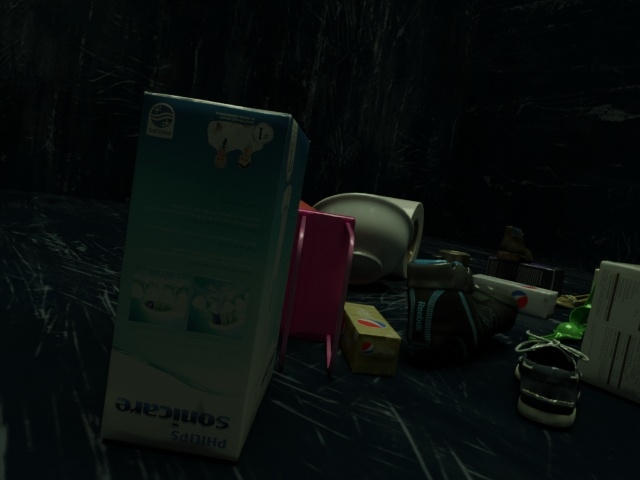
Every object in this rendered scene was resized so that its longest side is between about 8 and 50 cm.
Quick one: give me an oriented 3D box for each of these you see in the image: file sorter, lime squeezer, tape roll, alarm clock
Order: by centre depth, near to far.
[{"bbox_3d":[-0.105,0.053,0.729,0.291,0.202,0.182,9,9,-1],"label":"file sorter"},{"bbox_3d":[0.546,0.168,1.112,0.310,0.110,0.059,-32,46,-27],"label":"lime squeezer"},{"bbox_3d":[0.213,-0.014,1.643,0.169,0.246,0.246,11,6,21],"label":"tape roll"},{"bbox_3d":[0.540,0.075,2.172,0.192,0.064,0.129,8,6,-32],"label":"alarm clock"}]

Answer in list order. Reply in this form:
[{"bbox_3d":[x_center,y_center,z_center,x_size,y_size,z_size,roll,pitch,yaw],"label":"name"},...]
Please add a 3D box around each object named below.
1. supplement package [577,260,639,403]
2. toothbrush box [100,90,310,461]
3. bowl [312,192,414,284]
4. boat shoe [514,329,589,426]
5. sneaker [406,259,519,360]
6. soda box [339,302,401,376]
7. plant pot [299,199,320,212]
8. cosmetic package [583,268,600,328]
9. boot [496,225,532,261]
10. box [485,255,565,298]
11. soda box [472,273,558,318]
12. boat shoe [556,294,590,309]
[{"bbox_3d":[0.572,0.156,0.776,0.199,0.198,0.263,5,7,-38],"label":"supplement package"},{"bbox_3d":[-0.098,0.025,0.525,0.126,0.295,0.216,9,7,2],"label":"toothbrush box"},{"bbox_3d":[0.095,0.024,1.351,0.298,0.134,0.298,4,-37,3],"label":"bowl"},{"bbox_3d":[0.319,0.180,0.731,0.095,0.079,0.254,12,6,28],"label":"boat shoe"},{"bbox_3d":[0.237,0.133,0.896,0.125,0.139,0.341,1,-15,41],"label":"sneaker"},{"bbox_3d":[0.067,0.144,0.791,0.061,0.058,0.181,8,7,-7],"label":"soda box"},{"bbox_3d":[-0.134,0.002,0.988,0.243,0.274,0.275,21,9,17],"label":"plant pot"},{"bbox_3d":[0.759,0.171,1.133,0.309,0.160,0.113,16,8,42],"label":"cosmetic package"},{"bbox_3d":[0.628,0.011,1.647,0.082,0.106,0.219,14,8,37],"label":"boot"},{"bbox_3d":[0.653,0.123,1.671,0.207,0.108,0.153,13,6,35],"label":"box"},{"bbox_3d":[0.512,0.148,1.402,0.216,0.069,0.074,13,7,38],"label":"soda box"},{"bbox_3d":[0.766,0.181,1.573,0.153,0.048,0.056,7,6,-17],"label":"boat shoe"}]
